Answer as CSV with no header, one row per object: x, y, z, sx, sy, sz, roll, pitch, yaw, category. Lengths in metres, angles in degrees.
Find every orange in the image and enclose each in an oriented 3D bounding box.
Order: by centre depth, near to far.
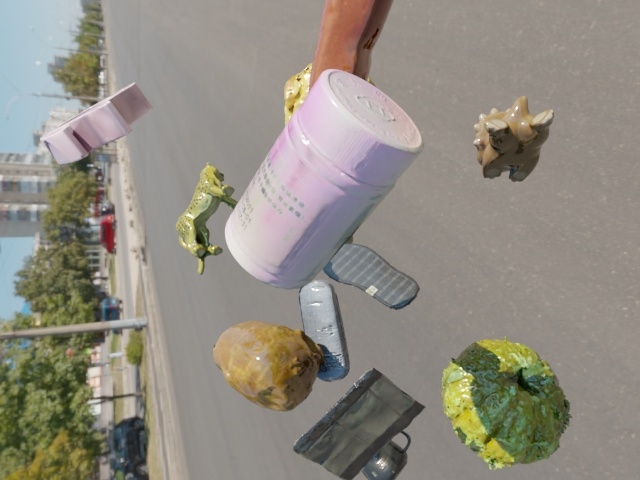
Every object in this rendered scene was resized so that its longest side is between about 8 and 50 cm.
0.431,0.368,1.113,0.223,0.301,0.300,113,155,-50,orange

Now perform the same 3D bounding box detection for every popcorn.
0.031,-0.269,1.024,0.190,0.250,0.250,-102,25,-47,popcorn

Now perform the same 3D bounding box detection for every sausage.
0.051,-0.325,0.644,0.097,0.094,0.348,-44,-25,-62,sausage

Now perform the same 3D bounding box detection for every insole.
0.092,0.067,0.995,0.012,0.110,0.309,54,169,-32,insole

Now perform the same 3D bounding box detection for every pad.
0.078,0.371,0.931,0.233,0.174,0.022,-46,24,7,pad

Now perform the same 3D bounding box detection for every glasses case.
0.009,0.247,1.291,0.109,0.067,0.282,-12,89,21,glasses case

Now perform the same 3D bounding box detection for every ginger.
-0.134,0.310,1.204,0.269,0.200,0.223,40,137,-3,ginger

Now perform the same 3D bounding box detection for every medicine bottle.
-0.003,-0.070,0.604,0.254,0.152,0.152,-50,46,34,medicine bottle

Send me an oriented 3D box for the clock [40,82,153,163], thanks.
-0.518,-0.291,1.135,0.290,0.275,0.080,12,139,50,clock

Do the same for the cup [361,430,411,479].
0.233,0.784,1.738,0.176,0.169,0.223,36,87,28,cup

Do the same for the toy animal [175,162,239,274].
-0.215,-0.044,0.863,0.136,0.073,0.181,31,97,40,toy animal

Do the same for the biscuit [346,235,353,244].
0.000,0.000,1.752,0.259,0.259,0.079,122,146,-50,biscuit

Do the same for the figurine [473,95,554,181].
0.479,-0.271,1.190,0.247,0.177,0.173,56,-144,-54,figurine
